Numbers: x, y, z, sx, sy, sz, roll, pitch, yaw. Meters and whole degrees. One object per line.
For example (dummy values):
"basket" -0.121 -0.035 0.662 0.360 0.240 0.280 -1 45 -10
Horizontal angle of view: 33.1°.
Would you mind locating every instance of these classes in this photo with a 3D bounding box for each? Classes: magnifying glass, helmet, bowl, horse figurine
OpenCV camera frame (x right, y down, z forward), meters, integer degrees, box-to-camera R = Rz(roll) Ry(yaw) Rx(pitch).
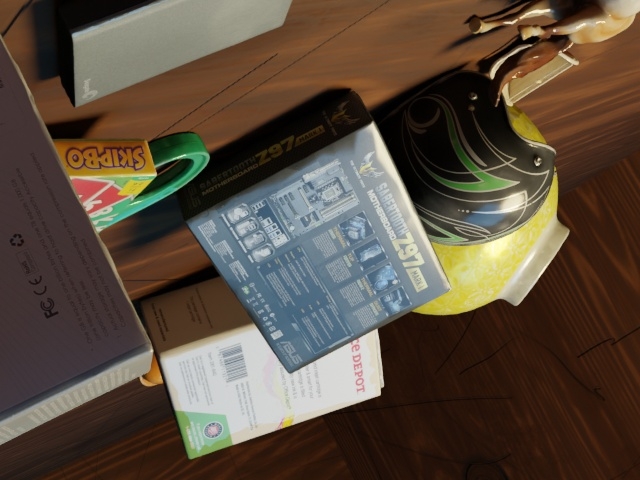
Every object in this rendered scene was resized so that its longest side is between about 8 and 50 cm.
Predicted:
"magnifying glass" -0.185 -0.017 0.859 0.231 0.026 0.092 -30 171 20
"helmet" 0.145 -0.073 1.086 0.169 0.162 0.169 -30 172 -4
"bowl" 0.209 -0.010 1.325 0.289 0.156 0.289 -53 172 -11
"horse figurine" 0.239 -0.212 0.902 0.174 0.066 0.263 -13 162 -38

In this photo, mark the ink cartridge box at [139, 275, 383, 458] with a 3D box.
"ink cartridge box" -0.072 0.141 1.408 0.278 0.117 0.201 -17 131 -11

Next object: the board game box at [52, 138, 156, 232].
"board game box" -0.229 0.003 0.750 0.124 0.039 0.259 -5 161 -41

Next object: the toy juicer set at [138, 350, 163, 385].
"toy juicer set" -0.139 0.150 1.683 0.328 0.090 0.209 -15 175 6

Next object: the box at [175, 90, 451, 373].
"box" 0.000 0.000 0.990 0.183 0.059 0.233 -28 132 3

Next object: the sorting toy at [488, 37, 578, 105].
"sorting toy" 0.203 -0.178 1.082 0.083 0.045 0.075 -32 163 28

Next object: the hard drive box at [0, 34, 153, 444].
"hard drive box" -0.218 0.026 0.484 0.232 0.181 0.089 -25 172 -15

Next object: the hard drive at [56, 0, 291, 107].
"hard drive" -0.076 -0.121 0.584 0.135 0.022 0.094 -25 171 -17
